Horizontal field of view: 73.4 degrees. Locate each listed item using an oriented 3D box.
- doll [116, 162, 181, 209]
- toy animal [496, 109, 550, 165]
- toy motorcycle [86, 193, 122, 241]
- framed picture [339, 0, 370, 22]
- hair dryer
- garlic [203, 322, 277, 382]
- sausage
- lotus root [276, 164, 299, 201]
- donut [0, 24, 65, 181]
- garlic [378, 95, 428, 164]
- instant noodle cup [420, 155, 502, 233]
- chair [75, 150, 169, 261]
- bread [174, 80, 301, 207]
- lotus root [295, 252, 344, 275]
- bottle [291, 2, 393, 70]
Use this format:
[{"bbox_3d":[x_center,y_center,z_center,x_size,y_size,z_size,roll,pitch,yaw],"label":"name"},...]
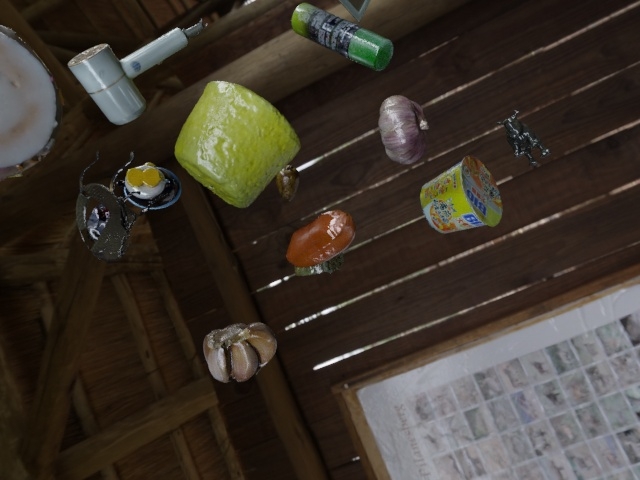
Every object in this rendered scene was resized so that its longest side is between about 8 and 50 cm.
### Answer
[{"bbox_3d":[-0.538,-0.174,1.367,0.314,0.177,0.140,170,98,-75],"label":"doll"},{"bbox_3d":[0.337,-0.175,0.723,0.136,0.047,0.064,9,-123,-44],"label":"toy animal"},{"bbox_3d":[-0.808,-0.081,1.626,0.123,0.213,0.082,24,-169,0],"label":"toy motorcycle"},{"bbox_3d":[0.094,-0.704,0.987,0.018,0.293,0.231,35,-170,38],"label":"framed picture"},{"bbox_3d":[-0.430,-0.461,1.102,0.108,0.357,0.173,39,162,45],"label":"hair dryer"},{"bbox_3d":[-0.257,0.333,1.343,0.160,0.214,0.191,33,137,49],"label":"garlic"},{"bbox_3d":[0.000,0.002,1.292,0.133,0.258,0.133,31,-137,-35],"label":"sausage"},{"bbox_3d":[-0.146,-0.248,1.943,0.094,0.108,0.190,-124,27,-51],"label":"lotus root"},{"bbox_3d":[-0.776,-0.302,0.925,0.383,0.143,0.382,5,-97,-44],"label":"donut"},{"bbox_3d":[0.195,-0.254,0.986,0.147,0.102,0.159,-58,-45,-45],"label":"garlic"},{"bbox_3d":[0.386,-0.113,1.191,0.205,0.153,0.204,16,-116,-35],"label":"instant noodle cup"},{"bbox_3d":[-0.465,-0.072,0.963,0.149,0.174,0.213,56,-132,-52],"label":"chair"},{"bbox_3d":[-0.268,-0.291,1.344,0.348,0.307,0.348,33,175,4],"label":"bread"},{"bbox_3d":[-0.005,0.064,1.622,0.235,0.119,0.138,-21,-86,-64],"label":"lotus root"},{"bbox_3d":[0.060,-0.601,1.264,0.330,0.093,0.093,37,179,25],"label":"bottle"}]
